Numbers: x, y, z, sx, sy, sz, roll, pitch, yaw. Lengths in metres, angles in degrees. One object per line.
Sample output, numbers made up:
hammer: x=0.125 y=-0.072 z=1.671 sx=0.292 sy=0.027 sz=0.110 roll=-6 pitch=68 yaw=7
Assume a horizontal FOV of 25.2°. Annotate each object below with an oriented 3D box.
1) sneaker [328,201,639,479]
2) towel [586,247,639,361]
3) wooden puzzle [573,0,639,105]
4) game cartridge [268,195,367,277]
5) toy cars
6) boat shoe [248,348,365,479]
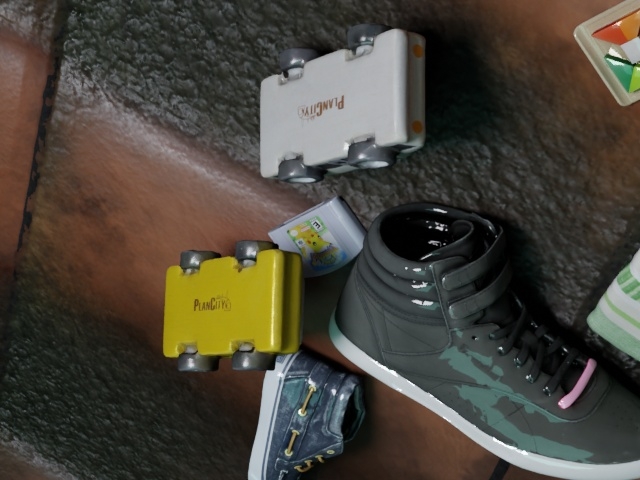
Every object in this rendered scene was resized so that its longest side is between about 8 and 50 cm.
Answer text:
sneaker: x=0.141 y=0.073 z=1.094 sx=0.296 sy=0.104 sz=0.146 roll=26 pitch=136 yaw=20
towel: x=0.312 y=0.070 z=0.930 sx=0.248 sy=0.038 sz=0.325 roll=32 pitch=165 yaw=10
wooden puzzle: x=0.218 y=-0.130 z=0.973 sx=0.116 sy=0.014 sz=0.078 roll=49 pitch=132 yaw=-6
game cartridge: x=0.000 y=0.000 z=1.194 sx=0.083 sy=0.017 sz=0.056 roll=-27 pitch=108 yaw=41
toy cars: x=-0.011 y=-0.019 z=1.117 sx=0.393 sy=0.087 sz=0.176 roll=-60 pitch=40 yaw=34
boat shoe: x=-0.012 y=0.183 z=1.291 sx=0.083 sy=0.065 sz=0.183 roll=22 pitch=128 yaw=19
